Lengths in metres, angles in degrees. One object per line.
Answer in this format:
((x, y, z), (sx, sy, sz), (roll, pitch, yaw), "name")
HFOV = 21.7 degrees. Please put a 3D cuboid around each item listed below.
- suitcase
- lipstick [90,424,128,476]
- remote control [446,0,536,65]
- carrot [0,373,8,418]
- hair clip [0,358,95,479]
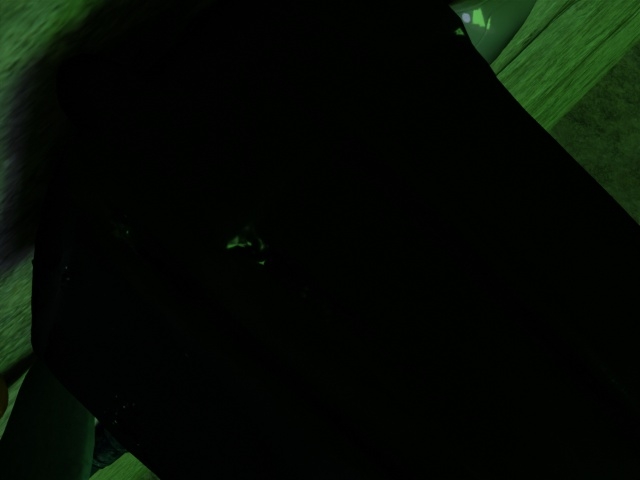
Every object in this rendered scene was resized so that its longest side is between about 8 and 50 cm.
((0.023, 0.054, 0.788), (0.188, 0.339, 0.345), (-44, 176, -23), "suitcase")
((-0.254, 0.247, 1.942), (0.053, 0.053, 0.234), (-36, 174, -47), "lipstick")
((0.077, -0.116, 1.331), (0.109, 0.055, 0.313), (-38, 174, -37), "remote control")
((-0.202, 0.072, 0.917), (0.043, 0.043, 0.248), (-40, 173, -12), "carrot")
((-0.272, 0.305, 1.120), (0.238, 0.392, 0.318), (5, 141, -47), "hair clip")
